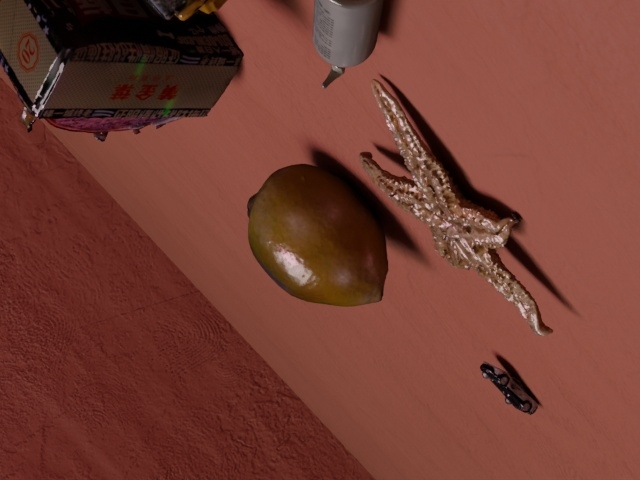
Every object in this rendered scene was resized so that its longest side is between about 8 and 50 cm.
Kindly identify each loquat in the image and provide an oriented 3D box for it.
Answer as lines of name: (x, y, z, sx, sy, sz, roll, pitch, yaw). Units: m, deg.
loquat: (0.000, 0.000, 1.685, 0.195, 0.152, 0.152, 34, 166, 15)

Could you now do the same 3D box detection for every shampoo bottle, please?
shampoo bottle: (0.020, -0.176, 1.202, 0.056, 0.056, 0.195, 44, 169, 8)

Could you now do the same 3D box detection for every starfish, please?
starfish: (0.108, -0.032, 1.409, 0.295, 0.048, 0.231, 51, 168, -20)

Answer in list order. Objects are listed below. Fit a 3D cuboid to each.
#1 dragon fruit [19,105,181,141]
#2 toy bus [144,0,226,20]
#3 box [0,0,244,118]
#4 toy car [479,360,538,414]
dragon fruit: (-0.221, -0.221, 1.663, 0.223, 0.218, 0.148, -26, 72, 39)
toy bus: (-0.191, -0.324, 1.292, 0.335, 0.121, 0.123, 44, 177, 12)
box: (-0.232, -0.245, 1.357, 0.198, 0.084, 0.310, -4, -130, -44)
toy car: (0.223, 0.172, 1.760, 0.093, 0.025, 0.041, 48, 167, -29)
